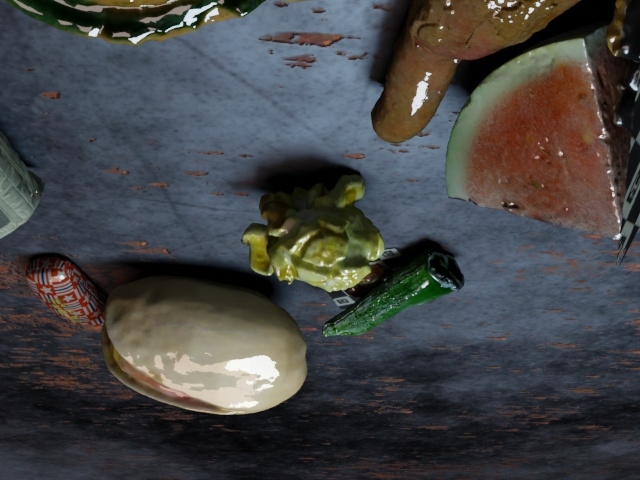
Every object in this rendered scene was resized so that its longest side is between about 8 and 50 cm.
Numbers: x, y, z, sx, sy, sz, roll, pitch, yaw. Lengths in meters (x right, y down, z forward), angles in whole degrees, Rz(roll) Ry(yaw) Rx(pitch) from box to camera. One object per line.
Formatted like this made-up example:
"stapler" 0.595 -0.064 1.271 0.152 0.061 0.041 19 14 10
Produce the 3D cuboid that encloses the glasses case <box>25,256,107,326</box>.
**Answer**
"glasses case" -0.360 0.081 1.315 0.073 0.049 0.194 -5 154 9

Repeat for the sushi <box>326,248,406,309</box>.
"sushi" 0.069 0.074 1.334 0.139 0.031 0.201 -9 153 16

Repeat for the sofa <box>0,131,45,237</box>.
"sofa" -0.437 -0.082 0.946 0.225 0.176 0.210 -30 154 -6

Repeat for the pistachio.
"pistachio" -0.162 0.151 1.312 0.299 0.187 0.187 10 152 -12

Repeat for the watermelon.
"watermelon" 0.245 -0.099 0.844 0.256 0.176 0.260 -13 121 -2

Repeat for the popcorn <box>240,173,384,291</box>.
"popcorn" 0.000 0.000 1.066 0.162 0.141 0.135 -40 151 -9

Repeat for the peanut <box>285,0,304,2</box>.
"peanut" -0.084 -0.228 0.564 0.340 0.158 0.174 5 151 -11

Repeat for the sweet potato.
"sweet potato" 0.118 -0.182 0.733 0.109 0.109 0.385 10 159 -21

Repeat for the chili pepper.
"chili pepper" 0.086 0.084 1.278 0.227 0.059 0.088 -31 144 29

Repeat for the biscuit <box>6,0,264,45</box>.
"biscuit" -0.127 -0.254 0.414 0.288 0.057 0.343 -7 120 -8

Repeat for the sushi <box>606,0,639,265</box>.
"sushi" 0.262 -0.149 0.698 0.050 0.264 0.290 24 162 26
